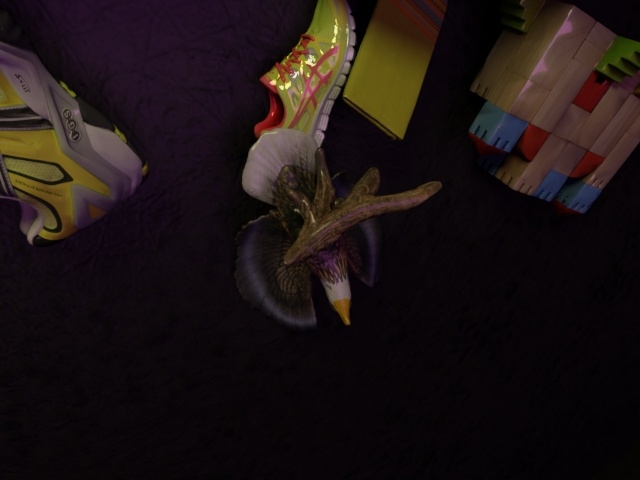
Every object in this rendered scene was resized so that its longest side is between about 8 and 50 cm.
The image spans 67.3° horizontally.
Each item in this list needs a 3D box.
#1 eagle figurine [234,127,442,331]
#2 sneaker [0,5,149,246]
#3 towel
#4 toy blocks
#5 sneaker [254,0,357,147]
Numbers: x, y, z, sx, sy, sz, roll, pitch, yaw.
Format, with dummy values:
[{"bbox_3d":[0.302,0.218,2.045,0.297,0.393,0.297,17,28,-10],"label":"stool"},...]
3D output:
[{"bbox_3d":[0.000,0.011,0.649,0.226,0.298,0.225,15,78,-1],"label":"eagle figurine"},{"bbox_3d":[-0.309,-0.122,0.395,0.147,0.145,0.384,-53,142,-13],"label":"sneaker"},{"bbox_3d":[0.097,-0.249,0.602,0.102,0.021,0.237,28,72,-29],"label":"towel"},{"bbox_3d":[0.362,-0.184,0.746,0.382,0.190,0.260,12,119,-30],"label":"toy blocks"},{"bbox_3d":[-0.024,-0.203,0.592,0.094,0.081,0.208,9,110,-26],"label":"sneaker"}]
